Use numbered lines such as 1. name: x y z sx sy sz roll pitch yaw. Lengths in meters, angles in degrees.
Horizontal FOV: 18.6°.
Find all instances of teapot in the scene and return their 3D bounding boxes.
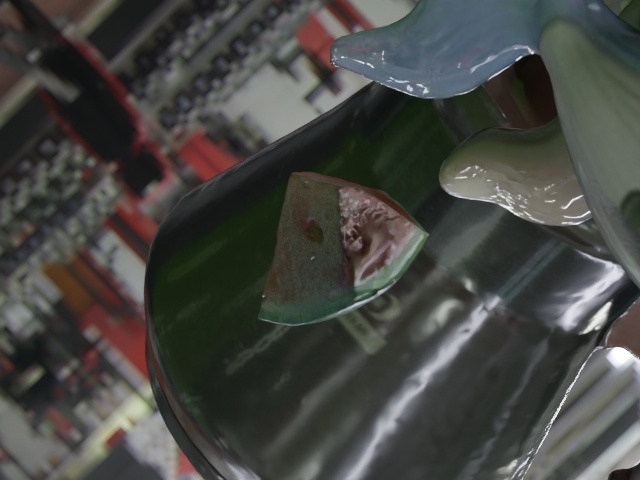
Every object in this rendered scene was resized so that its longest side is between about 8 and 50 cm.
1. teapot: 0.106 0.030 1.264 0.362 0.376 0.305 -48 -174 36

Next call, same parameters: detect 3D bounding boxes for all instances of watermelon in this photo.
1. watermelon: 0.001 0.002 0.954 0.092 0.072 0.084 -35 178 -5

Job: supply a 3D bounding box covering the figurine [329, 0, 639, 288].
1. figurine: 0.115 -0.036 0.474 0.128 0.208 0.184 -47 -157 43
